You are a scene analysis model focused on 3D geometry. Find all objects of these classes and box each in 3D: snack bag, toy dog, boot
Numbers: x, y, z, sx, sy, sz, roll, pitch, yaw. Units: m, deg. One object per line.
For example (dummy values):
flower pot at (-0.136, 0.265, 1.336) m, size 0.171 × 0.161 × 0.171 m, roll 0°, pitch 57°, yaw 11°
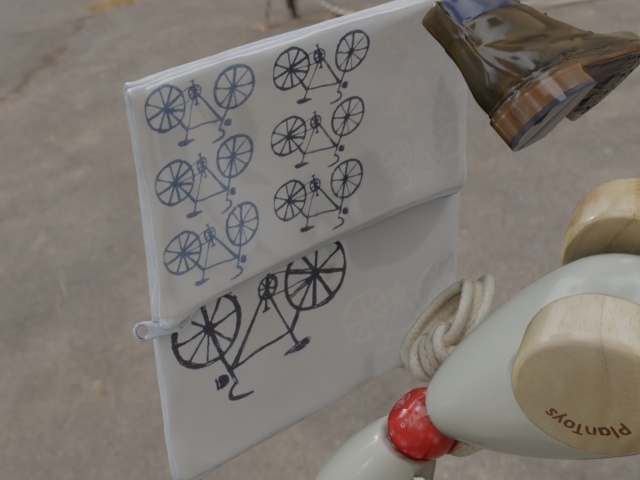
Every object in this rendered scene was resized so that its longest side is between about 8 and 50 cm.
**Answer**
snack bag at (0.000, 0.000, 0.937) m, size 0.323 × 0.342 × 0.037 m, roll -24°, pitch 36°, yaw -36°
toy dog at (0.139, 0.112, 0.728) m, size 0.220 × 0.161 × 0.334 m, roll -53°, pitch 3°, yaw -26°
boot at (0.157, -0.139, 0.862) m, size 0.082 × 0.106 × 0.219 m, roll -48°, pitch -12°, yaw 34°
